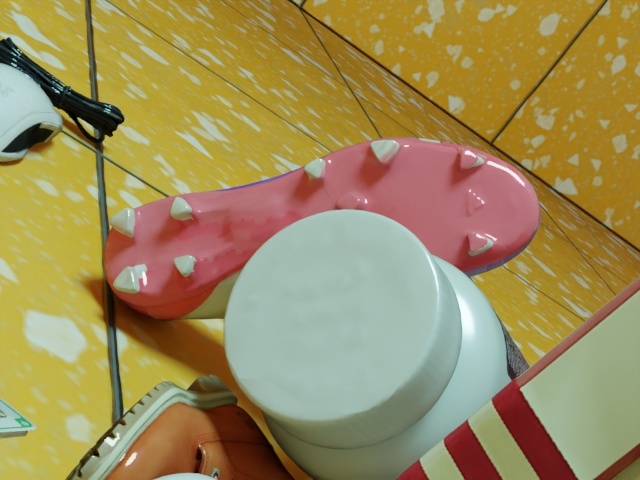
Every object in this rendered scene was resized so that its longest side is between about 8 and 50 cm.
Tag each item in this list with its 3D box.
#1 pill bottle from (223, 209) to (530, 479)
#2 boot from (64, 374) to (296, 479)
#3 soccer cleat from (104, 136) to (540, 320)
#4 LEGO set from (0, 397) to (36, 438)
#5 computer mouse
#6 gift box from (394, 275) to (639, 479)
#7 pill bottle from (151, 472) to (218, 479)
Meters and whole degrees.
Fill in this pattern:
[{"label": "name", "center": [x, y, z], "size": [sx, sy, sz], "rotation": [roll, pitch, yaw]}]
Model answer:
[{"label": "pill bottle", "center": [0.042, 0.077, 0.644], "size": [0.121, 0.121, 0.221], "rotation": [48, -1, 34]}, {"label": "boot", "center": [-0.053, 0.107, 0.564], "size": [0.084, 0.059, 0.158], "rotation": [47, 14, 13]}, {"label": "soccer cleat", "center": [0.000, 0.000, 0.725], "size": [0.095, 0.248, 0.083], "rotation": [43, 39, -69]}, {"label": "LEGO set", "center": [-0.233, 0.037, 0.404], "size": [0.182, 0.060, 0.244], "rotation": [31, 9, 23]}, {"label": "computer mouse", "center": [-0.198, -0.095, 0.869], "size": [0.106, 0.042, 0.193], "rotation": [38, 14, -4]}, {"label": "gift box", "center": [0.149, 0.169, 0.503], "size": [0.276, 0.255, 0.258], "rotation": [28, 25, -57]}, {"label": "pill bottle", "center": [-0.003, 0.174, 0.344], "size": [0.215, 0.117, 0.117], "rotation": [43, 14, 19]}]
